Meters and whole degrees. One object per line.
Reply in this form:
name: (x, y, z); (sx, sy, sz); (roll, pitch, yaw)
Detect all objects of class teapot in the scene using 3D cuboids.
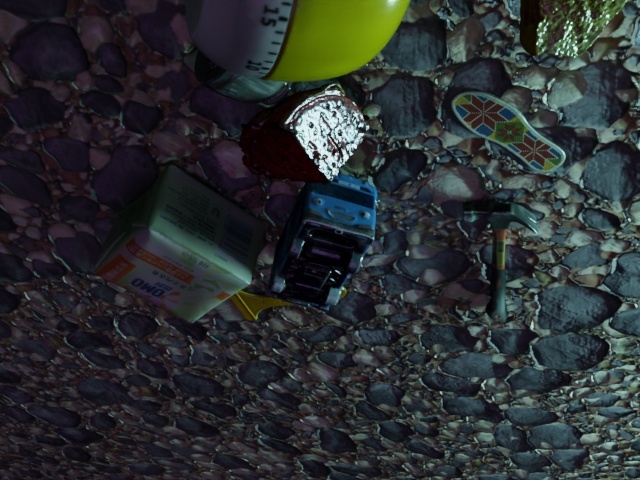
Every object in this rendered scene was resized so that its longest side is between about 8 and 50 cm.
teapot: (-0.095, -0.206, 0.870); (0.149, 0.111, 0.108); (-29, 137, 33)

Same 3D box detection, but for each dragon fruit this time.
dragon fruit: (-0.037, -0.149, 0.939); (0.161, 0.127, 0.121); (5, 142, 40)

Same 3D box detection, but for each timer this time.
timer: (0.020, -0.276, 0.662); (0.285, 0.285, 0.285); (5, 141, 4)

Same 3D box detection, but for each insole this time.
insole: (0.254, -0.145, 0.957); (0.193, 0.006, 0.065); (30, 136, -23)

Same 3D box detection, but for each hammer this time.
hammer: (0.288, 0.040, 1.156); (0.111, 0.033, 0.288); (0, 140, 12)

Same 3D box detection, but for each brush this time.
brush: (-0.081, 0.109, 1.323); (0.272, 0.013, 0.103); (-9, 138, 19)

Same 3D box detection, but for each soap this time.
soap: (-0.221, 0.012, 1.133); (0.199, 0.139, 0.182); (32, 136, -27)

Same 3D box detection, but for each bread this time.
bread: (0.257, -0.270, 0.717); (0.086, 0.125, 0.156); (9, 144, -14)

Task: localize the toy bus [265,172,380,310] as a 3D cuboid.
toy bus: (0.000, 0.000, 1.080); (0.116, 0.134, 0.234); (16, 145, -9)
